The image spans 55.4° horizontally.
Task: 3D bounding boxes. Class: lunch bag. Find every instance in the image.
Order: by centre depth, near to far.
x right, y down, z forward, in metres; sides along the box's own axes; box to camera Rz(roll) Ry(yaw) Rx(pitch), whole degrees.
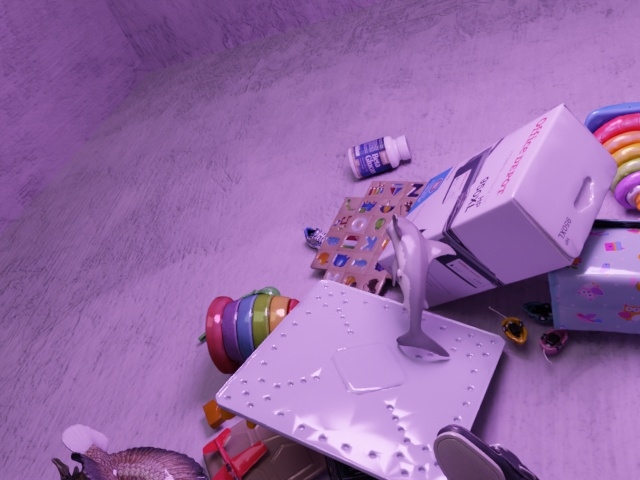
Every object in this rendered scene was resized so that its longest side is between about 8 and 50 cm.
[{"bbox_3d":[0.547,0.039,1.101,0.223,0.160,0.262,1,34,32],"label":"lunch bag"}]

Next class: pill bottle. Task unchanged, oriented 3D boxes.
[{"bbox_3d":[0.172,-0.246,1.758,0.169,0.094,0.094,-16,37,16],"label":"pill bottle"}]

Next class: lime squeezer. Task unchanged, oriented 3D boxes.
[{"bbox_3d":[-0.156,0.174,1.500,0.310,0.059,0.109,-14,68,16],"label":"lime squeezer"}]

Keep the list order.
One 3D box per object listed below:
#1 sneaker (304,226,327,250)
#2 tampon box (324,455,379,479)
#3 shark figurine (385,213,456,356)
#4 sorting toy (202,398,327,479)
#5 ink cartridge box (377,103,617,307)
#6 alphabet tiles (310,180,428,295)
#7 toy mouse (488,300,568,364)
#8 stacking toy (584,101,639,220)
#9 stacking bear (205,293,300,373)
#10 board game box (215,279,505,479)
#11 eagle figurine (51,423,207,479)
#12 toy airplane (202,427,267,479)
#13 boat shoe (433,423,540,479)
[{"bbox_3d":[0.000,0.000,1.595,0.052,0.058,0.135,-44,39,-21],"label":"sneaker"},{"bbox_3d":[0.073,0.358,1.030,0.121,0.101,0.161,-5,33,-10],"label":"tampon box"},{"bbox_3d":[0.184,0.056,1.078,0.116,0.166,0.278,-5,65,-1],"label":"shark figurine"},{"bbox_3d":[-0.126,0.395,1.205,0.229,0.041,0.307,-36,36,-4],"label":"sorting toy"},{"bbox_3d":[0.335,-0.053,1.205,0.285,0.166,0.395,-53,13,-32],"label":"ink cartridge box"},{"bbox_3d":[0.131,-0.012,1.480,0.285,0.011,0.342,5,57,39],"label":"alphabet tiles"},{"bbox_3d":[0.415,0.164,1.135,0.143,0.031,0.161,-17,40,-6],"label":"toy mouse"},{"bbox_3d":[0.663,-0.132,1.268,0.175,0.165,0.301,-5,51,8],"label":"stacking toy"},{"bbox_3d":[-0.087,0.191,1.331,0.289,0.164,0.175,-7,76,9],"label":"stacking bear"},{"bbox_3d":[0.084,0.239,1.074,0.390,0.050,0.390,17,35,23],"label":"board game box"},{"bbox_3d":[-0.387,0.471,1.160,0.298,0.225,0.226,-21,24,28],"label":"eagle figurine"},{"bbox_3d":[-0.175,0.416,1.157,0.151,0.028,0.151,-21,38,18],"label":"toy airplane"},{"bbox_3d":[0.247,0.333,0.878,0.084,0.233,0.079,-35,20,36],"label":"boat shoe"}]
